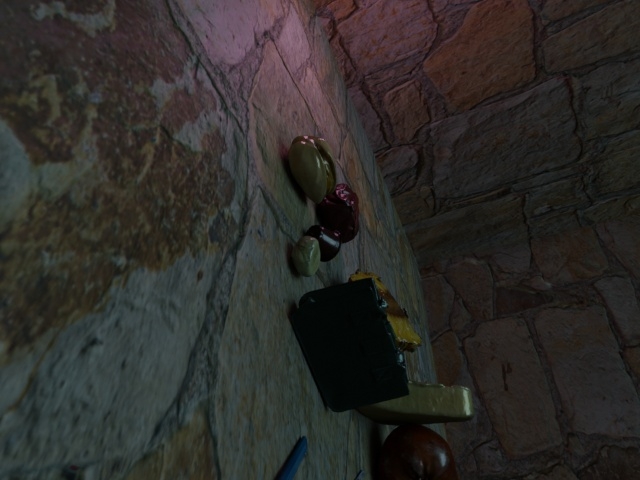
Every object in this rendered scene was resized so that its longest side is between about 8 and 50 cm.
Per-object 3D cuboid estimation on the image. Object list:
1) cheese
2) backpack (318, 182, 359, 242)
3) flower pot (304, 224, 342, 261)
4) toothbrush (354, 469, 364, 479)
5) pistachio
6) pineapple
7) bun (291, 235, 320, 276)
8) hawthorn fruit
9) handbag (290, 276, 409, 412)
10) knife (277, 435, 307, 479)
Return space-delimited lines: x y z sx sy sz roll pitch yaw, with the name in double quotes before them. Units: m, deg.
"cheese" 0.266 0.538 1.354 0.384 0.384 0.104 51 37 -50
"backpack" 0.083 -0.111 1.515 0.229 0.139 0.229 -14 90 -71
"flower pot" 0.000 0.000 1.271 0.089 0.111 0.111 35 40 -39
"toothbrush" 0.097 0.670 1.117 0.193 0.019 0.013 24 52 -69
"pistachio" -0.025 -0.228 1.316 0.157 0.157 0.229 -79 154 -54
"pineapple" 0.121 0.269 1.352 0.286 0.209 0.344 9 38 -41
"bun" -0.044 0.045 1.134 0.115 0.069 0.115 7 90 -72
"hawthorn fruit" 0.318 0.745 1.319 0.284 0.284 0.284 -16 90 -72
"handbag" 0.082 0.272 1.055 0.089 0.239 0.326 -62 134 -70
"knife" -0.073 0.470 0.779 0.296 0.026 0.044 -18 95 -74
